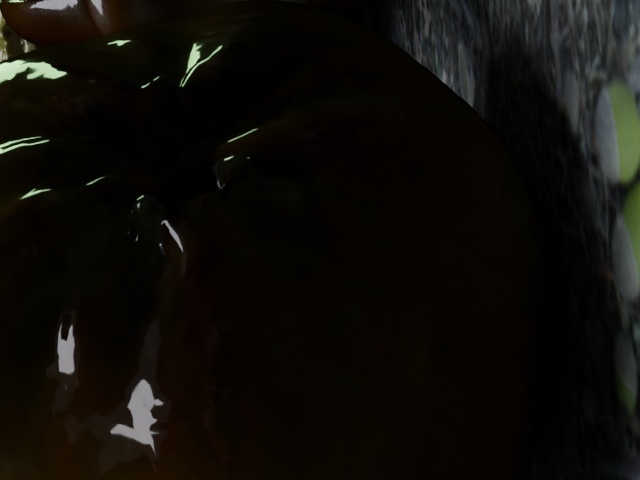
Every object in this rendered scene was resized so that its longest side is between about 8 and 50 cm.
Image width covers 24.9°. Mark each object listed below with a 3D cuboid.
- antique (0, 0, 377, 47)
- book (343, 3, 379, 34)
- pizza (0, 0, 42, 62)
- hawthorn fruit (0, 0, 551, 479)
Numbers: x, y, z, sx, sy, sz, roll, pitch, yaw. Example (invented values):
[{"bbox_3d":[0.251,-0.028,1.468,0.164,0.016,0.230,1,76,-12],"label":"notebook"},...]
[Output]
[{"bbox_3d":[-0.059,-0.165,0.745,0.278,0.223,0.129,-82,-15,-78],"label":"antique"},{"bbox_3d":[-0.080,-0.080,1.033,0.322,0.018,0.228,-9,87,42],"label":"book"},{"bbox_3d":[-0.166,-0.162,0.898,0.280,0.075,0.288,-55,-43,-61],"label":"pizza"},{"bbox_3d":[-0.036,0.059,0.607,0.301,0.267,0.268,77,-178,-53],"label":"hawthorn fruit"}]
